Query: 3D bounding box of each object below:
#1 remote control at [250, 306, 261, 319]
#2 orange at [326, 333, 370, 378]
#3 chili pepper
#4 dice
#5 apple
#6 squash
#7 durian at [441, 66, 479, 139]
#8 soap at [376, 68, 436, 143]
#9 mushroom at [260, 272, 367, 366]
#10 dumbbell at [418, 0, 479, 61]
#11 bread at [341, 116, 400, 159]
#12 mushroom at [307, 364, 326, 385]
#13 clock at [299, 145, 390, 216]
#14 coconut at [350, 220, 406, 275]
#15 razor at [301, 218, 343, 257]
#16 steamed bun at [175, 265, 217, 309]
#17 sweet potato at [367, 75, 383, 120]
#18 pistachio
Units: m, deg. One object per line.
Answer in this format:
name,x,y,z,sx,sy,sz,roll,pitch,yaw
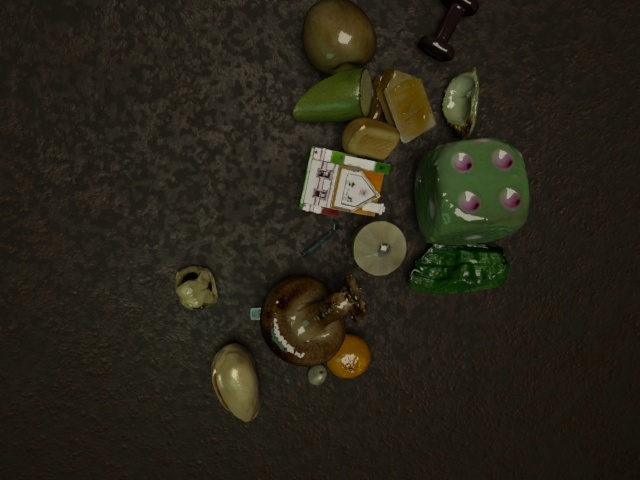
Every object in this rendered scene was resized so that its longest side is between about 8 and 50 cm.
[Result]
remote control,-0.213,0.284,2.011,0.125,0.018,0.053,0,100,-5
orange,0.107,0.451,2.005,0.178,0.155,0.177,0,89,-13
chili pepper,0.533,0.110,1.980,0.385,0.213,0.167,-5,145,14
dice,0.520,-0.166,1.818,0.323,0.318,0.330,-5,77,-6
apple,0.062,-0.696,1.753,0.257,0.257,0.233,-9,87,-4
squash,0.042,-0.515,1.821,0.261,0.189,0.189,4,100,21
durian,0.524,-0.501,1.887,0.145,0.139,0.251,12,99,-3
soap,0.304,-0.500,1.855,0.160,0.080,0.257,-33,117,-11
mushroom,-0.030,0.302,1.875,0.334,0.356,0.330,-26,110,-28
dumbbell,0.457,-0.769,1.841,0.141,0.124,0.225,27,96,-9
bread,0.174,-0.367,1.824,0.217,0.098,0.147,7,136,-41
mushroom,-0.006,0.538,2.053,0.085,0.085,0.079,-53,134,4
clock,0.095,-0.199,1.887,0.310,0.166,0.235,12,98,0
coconut,0.213,0.026,1.904,0.202,0.222,0.202,0,95,-4
razor,0.003,0.002,1.978,0.190,0.033,0.066,-41,56,5
steamed bun,-0.465,0.187,1.902,0.141,0.155,0.172,-16,100,-1
sweet potato,0.199,-0.461,1.903,0.059,0.067,0.281,18,106,29
pistachio,-0.316,0.537,1.971,0.188,0.187,0.299,-15,107,-3
